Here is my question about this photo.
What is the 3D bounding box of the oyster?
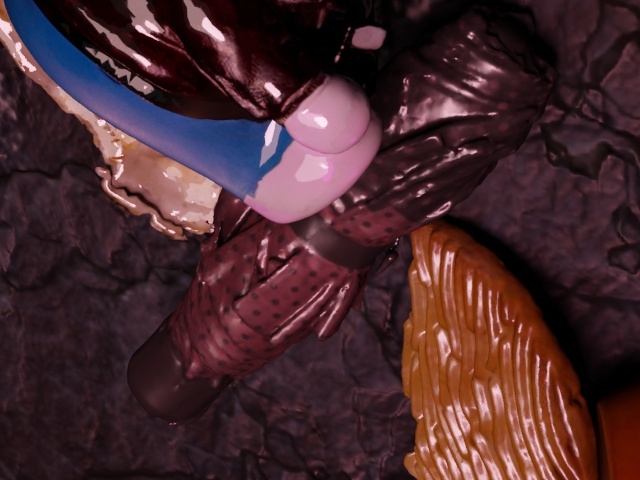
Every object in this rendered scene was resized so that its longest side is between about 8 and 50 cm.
[{"bbox_3d":[-0.131,-0.143,0.709,0.128,0.078,0.345,-25,111,38],"label":"oyster"}]

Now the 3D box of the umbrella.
[{"bbox_3d":[0.000,0.000,0.691,0.094,0.090,0.326,20,131,-33],"label":"umbrella"}]

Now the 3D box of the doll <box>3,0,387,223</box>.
[{"bbox_3d":[-0.002,-0.185,0.498,0.240,0.284,0.310,15,135,-32],"label":"doll"}]

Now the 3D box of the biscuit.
[{"bbox_3d":[0.088,0.100,0.730,0.176,0.031,0.229,-26,88,58],"label":"biscuit"}]

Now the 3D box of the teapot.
[{"bbox_3d":[0.202,0.124,0.664,0.116,0.116,0.173,18,153,20],"label":"teapot"}]
